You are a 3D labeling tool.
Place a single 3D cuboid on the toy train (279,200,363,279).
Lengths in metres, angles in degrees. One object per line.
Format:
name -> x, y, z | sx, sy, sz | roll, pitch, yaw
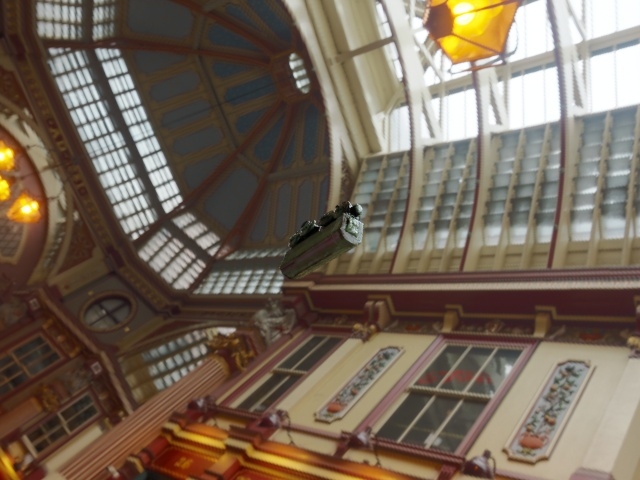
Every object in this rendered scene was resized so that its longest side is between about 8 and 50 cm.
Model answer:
toy train -> 0.000, 0.000, 0.787 | 0.038, 0.071, 0.148 | 31, -39, -24
